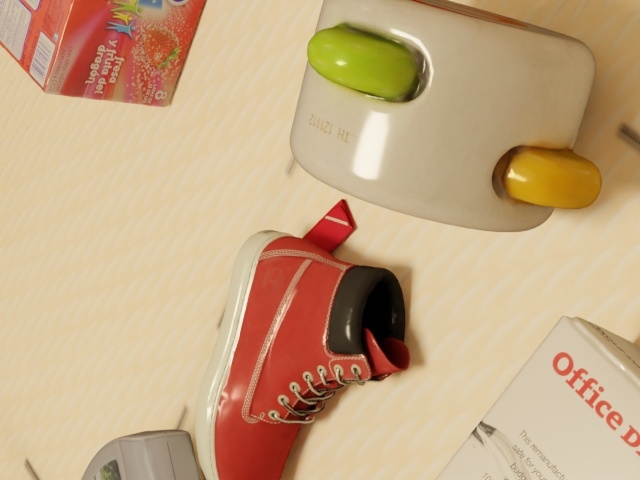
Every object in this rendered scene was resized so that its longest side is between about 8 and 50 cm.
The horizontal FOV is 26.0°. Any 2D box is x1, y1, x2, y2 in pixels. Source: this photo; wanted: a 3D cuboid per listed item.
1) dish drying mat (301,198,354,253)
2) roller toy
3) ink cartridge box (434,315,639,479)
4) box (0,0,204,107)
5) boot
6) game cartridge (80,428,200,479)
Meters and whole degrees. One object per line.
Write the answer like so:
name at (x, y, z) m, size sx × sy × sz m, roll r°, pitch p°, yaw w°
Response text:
dish drying mat at (0.000, 0.000, 1.183) m, size 0.083 × 0.008 × 0.032 m, roll -44°, pitch 57°, yaw 39°
roller toy at (0.083, -0.087, 0.952) m, size 0.191 × 0.209 × 0.146 m, roll -101°, pitch 25°, yaw -75°
ink cartridge box at (0.160, 0.194, 0.876) m, size 0.237 × 0.100 × 0.172 m, roll -55°, pitch 49°, yaw 14°
box at (-0.192, -0.296, 1.322) m, size 0.154 × 0.142 × 0.300 m, roll 42°, pitch 119°, yaw 42°
boot at (-0.010, 0.128, 1.135) m, size 0.176 × 0.088 × 0.244 m, roll 20°, pitch 103°, yaw 44°
game cartridge at (-0.168, 0.286, 1.278) m, size 0.294 × 0.060 × 0.196 m, roll 131°, pitch 133°, yaw -56°
